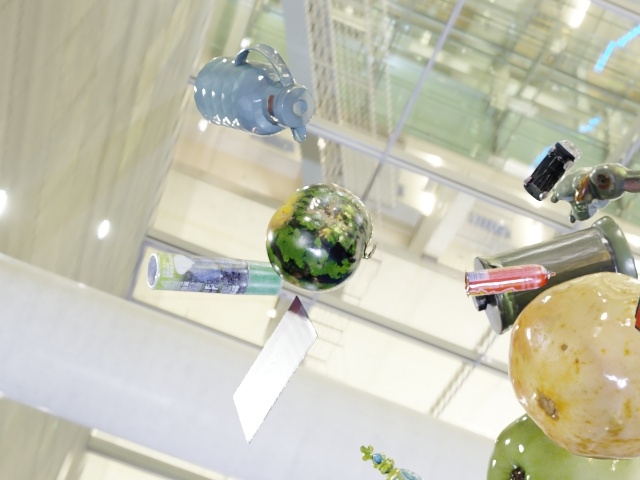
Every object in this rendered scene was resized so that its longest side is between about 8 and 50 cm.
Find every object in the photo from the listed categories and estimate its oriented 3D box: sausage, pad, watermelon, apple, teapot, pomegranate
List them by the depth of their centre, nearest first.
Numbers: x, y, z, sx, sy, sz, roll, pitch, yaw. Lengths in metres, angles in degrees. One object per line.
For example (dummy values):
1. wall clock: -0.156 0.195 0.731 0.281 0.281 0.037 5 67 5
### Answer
1. sausage: 0.306 0.063 1.496 0.050 0.145 0.048 74 10 -62
2. pomegranate: 0.503 0.216 1.605 0.342 0.342 0.342 -159 -90 -86
3. teapot: 0.499 0.097 2.050 0.270 0.337 0.200 77 -3 -64
4. apple: 0.561 0.524 2.077 0.357 0.357 0.357 -159 -90 -86
5. pad: -0.107 0.288 2.090 0.300 0.005 0.202 -58 -156 12
6. watermelon: -0.005 -0.002 2.179 0.269 0.269 0.269 -159 -90 -86

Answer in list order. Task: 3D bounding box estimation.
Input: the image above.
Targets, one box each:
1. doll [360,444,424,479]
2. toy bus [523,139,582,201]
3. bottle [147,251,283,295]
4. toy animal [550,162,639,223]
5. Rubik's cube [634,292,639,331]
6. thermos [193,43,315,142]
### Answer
1. doll: 0.222 0.564 1.845 0.099 0.346 0.341 -46 -160 -2
2. toy bus: 0.604 -0.180 2.404 0.076 0.073 0.167 -24 154 -46
3. bottle: -0.257 0.086 2.280 0.093 0.330 0.093 -18 -111 60
4. toy animal: 0.660 -0.134 2.151 0.251 0.125 0.127 -27 -122 53
5. Rubik's cube: 0.631 0.038 1.221 0.293 0.288 0.283 44 -43 51
6. thermos: -0.121 -0.289 1.779 0.286 0.145 0.182 19 -50 52
